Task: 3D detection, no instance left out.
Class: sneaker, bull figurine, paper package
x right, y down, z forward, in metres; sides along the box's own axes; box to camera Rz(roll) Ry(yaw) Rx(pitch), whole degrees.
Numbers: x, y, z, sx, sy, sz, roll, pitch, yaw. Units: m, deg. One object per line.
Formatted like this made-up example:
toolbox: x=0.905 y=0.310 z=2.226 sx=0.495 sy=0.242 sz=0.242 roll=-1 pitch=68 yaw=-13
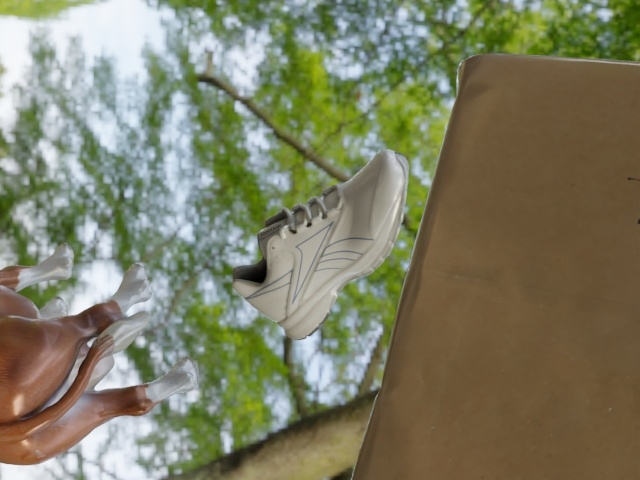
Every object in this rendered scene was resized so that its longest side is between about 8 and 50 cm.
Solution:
sneaker: x=0.000 y=0.000 z=1.355 sx=0.297 sy=0.129 sz=0.111 roll=-51 pitch=-159 yaw=28
bull figurine: x=-0.234 y=0.068 z=0.775 sx=0.310 sy=0.188 sz=0.101 roll=21 pitch=-56 yaw=44
paper package: x=0.204 y=0.072 z=0.569 sx=0.168 sy=0.325 sz=0.309 roll=70 pitch=32 yaw=-53
